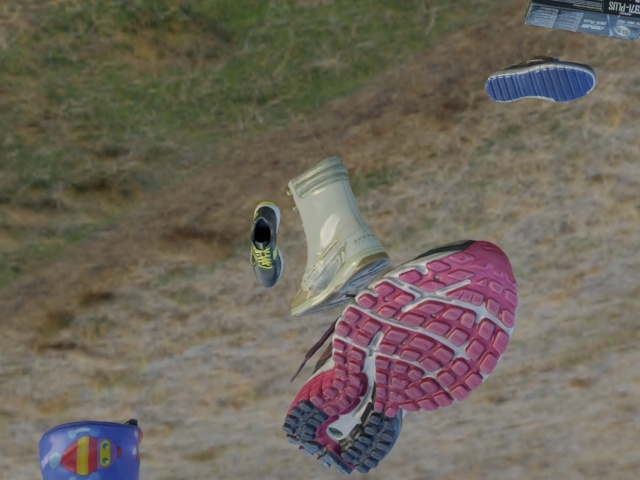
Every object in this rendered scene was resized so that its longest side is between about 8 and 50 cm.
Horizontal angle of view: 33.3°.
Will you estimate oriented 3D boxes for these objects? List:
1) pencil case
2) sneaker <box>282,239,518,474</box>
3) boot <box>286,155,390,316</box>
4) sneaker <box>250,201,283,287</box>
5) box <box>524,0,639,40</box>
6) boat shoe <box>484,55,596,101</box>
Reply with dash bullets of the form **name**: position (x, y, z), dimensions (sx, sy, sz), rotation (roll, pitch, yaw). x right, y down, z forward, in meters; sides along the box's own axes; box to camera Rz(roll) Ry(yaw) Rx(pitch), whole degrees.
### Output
- **pencil case**: position (-0.248, 0.351, 1.190), dimensions (0.119, 0.306, 0.133), rotation (-1, 160, -20)
- **sneaker**: position (0.059, 0.082, 0.890), dimensions (0.120, 0.112, 0.299), rotation (33, 139, -7)
- **boot**: position (0.000, 0.000, 1.413), dimensions (0.077, 0.165, 0.213), rotation (-13, 162, -32)
- **sneaker**: position (-0.054, 0.007, 0.996), dimensions (0.031, 0.083, 0.035), rotation (1, -161, 11)
- **box**: position (0.418, -0.402, 1.658), dimensions (0.180, 0.148, 0.077), rotation (9, 167, 4)
- **boat shoe**: position (0.350, -0.261, 1.679), dimensions (0.183, 0.066, 0.066), rotation (5, 129, 36)
